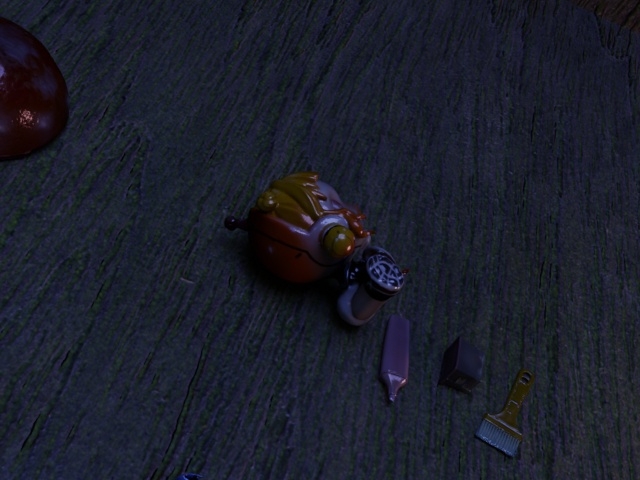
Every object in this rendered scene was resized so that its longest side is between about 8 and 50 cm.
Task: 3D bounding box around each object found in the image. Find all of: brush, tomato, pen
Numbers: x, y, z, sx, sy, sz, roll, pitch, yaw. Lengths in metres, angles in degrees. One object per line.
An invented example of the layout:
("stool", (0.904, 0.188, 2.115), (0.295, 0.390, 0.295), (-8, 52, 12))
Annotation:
("brush", (0.356, 0.311, 2.101), (0.082, 0.010, 0.218), (32, 43, 4))
("tomato", (-0.609, -0.325, 2.081), (0.290, 0.176, 0.335), (-22, 62, -42))
("pen", (0.137, 0.218, 2.061), (0.053, 0.032, 0.197), (21, 42, -9))

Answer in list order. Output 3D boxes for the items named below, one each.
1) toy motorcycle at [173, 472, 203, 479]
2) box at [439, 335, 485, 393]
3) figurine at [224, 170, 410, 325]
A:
("toy motorcycle", (-0.166, 0.414, 1.709), (0.205, 0.076, 0.114), (22, 38, -8))
("box", (0.265, 0.233, 2.092), (0.063, 0.060, 0.084), (26, 43, -9))
("figurine", (-0.002, 0.005, 2.068), (0.323, 0.196, 0.320), (40, 2, 0))
